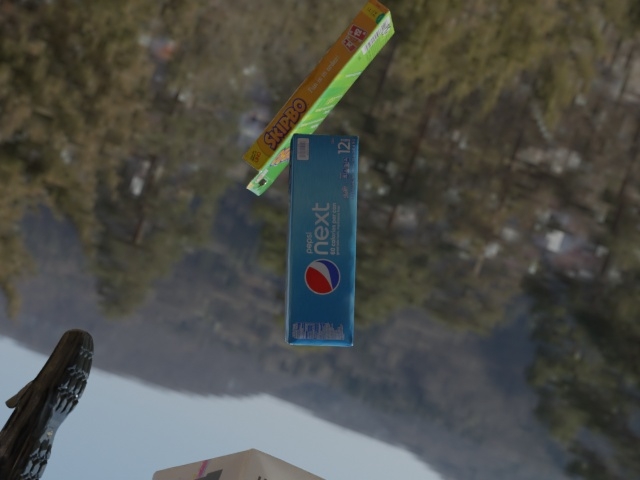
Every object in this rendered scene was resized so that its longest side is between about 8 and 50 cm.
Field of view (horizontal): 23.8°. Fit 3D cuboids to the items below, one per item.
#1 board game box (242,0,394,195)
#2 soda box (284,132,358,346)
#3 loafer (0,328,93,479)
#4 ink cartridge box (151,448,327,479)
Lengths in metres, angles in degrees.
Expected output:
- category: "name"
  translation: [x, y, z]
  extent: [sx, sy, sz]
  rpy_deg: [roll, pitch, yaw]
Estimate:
- category: "board game box"
  translation: [-0.007, -0.164, 1.782]
  extent: [0.039, 0.259, 0.124]
  rpy_deg: [37, 180, 6]
- category: "soda box"
  translation: [0.000, 0.000, 1.526]
  extent: [0.067, 0.210, 0.071]
  rpy_deg: [2, 179, -4]
- category: "loafer"
  translation: [-0.353, 0.207, 1.876]
  extent: [0.078, 0.223, 0.076]
  rpy_deg: [21, 169, 22]
- category: "ink cartridge box"
  translation: [-0.053, 0.333, 1.713]
  extent: [0.207, 0.119, 0.353]
  rpy_deg: [27, 156, -21]
